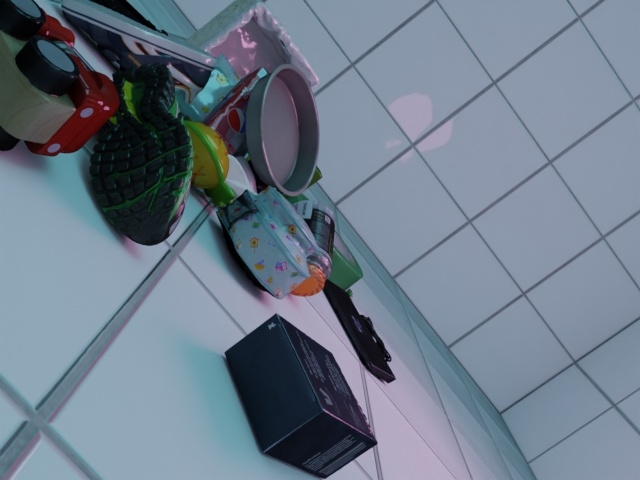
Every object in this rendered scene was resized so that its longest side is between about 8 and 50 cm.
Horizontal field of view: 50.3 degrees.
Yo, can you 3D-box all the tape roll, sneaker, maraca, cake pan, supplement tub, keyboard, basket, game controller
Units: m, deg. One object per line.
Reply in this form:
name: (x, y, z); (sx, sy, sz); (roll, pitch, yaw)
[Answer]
tape roll: (0.000, 0.000, 1.994); (0.321, 0.077, 0.321); (50, 8, -10)
sneaker: (-0.166, -0.069, 1.389); (0.094, 0.080, 0.212); (-22, -86, 57)
maraca: (-0.218, -0.141, 1.280); (0.127, 0.099, 0.185); (13, -46, 56)
sneaker: (-0.227, -0.112, 0.959); (0.343, 0.134, 0.146); (-102, 177, -47)
cake pan: (-0.084, -0.245, 1.532); (0.293, 0.054, 0.293); (1, 90, -66)
sneaker: (-0.376, -0.377, 1.384); (0.321, 0.127, 0.126); (20, 18, -28)
supplement tub: (-0.031, 0.017, 1.432); (0.117, 0.117, 0.190); (47, 33, -35)
keyboard: (0.104, 0.234, 1.733); (0.201, 0.033, 0.317); (36, 18, -44)
basket: (-0.238, -0.551, 2.151); (0.328, 0.331, 0.266); (48, 7, -34)
game controller: (-0.478, -0.569, 1.642); (0.166, 0.067, 0.319); (53, 5, 16)

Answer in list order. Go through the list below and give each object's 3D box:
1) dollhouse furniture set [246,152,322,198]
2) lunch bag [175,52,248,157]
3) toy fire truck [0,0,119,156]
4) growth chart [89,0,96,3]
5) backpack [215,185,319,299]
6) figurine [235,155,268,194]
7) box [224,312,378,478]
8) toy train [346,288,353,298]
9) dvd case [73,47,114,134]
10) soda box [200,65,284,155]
dollhouse furniture set: (-0.121, -0.264, 2.189); (0.197, 0.151, 0.301); (50, 8, -16)
lunch bag: (-0.249, -0.314, 1.668); (0.223, 0.160, 0.262); (54, 18, -19)
toy fire truck: (-0.320, -0.188, 0.810); (0.217, 0.158, 0.246); (55, 18, 17)
growth chart: (-0.504, -0.522, 1.589); (0.172, 0.021, 0.237); (48, 7, -35)
backpack: (-0.088, 0.005, 1.228); (0.166, 0.144, 0.188); (54, 9, -36)
figurine: (-0.140, -0.079, 1.524); (0.209, 0.092, 0.215); (57, 9, 1)
box: (-0.025, 0.202, 0.878); (0.158, 0.093, 0.156); (45, 11, -49)
toy train: (0.082, 0.159, 1.960); (0.017, 0.024, 0.083); (51, 7, -9)
dvd case: (-0.368, -0.240, 1.073); (0.221, 0.018, 0.164); (58, 2, 33)
soda box: (-0.192, -0.277, 1.532); (0.083, 0.092, 0.263); (50, 49, -22)
